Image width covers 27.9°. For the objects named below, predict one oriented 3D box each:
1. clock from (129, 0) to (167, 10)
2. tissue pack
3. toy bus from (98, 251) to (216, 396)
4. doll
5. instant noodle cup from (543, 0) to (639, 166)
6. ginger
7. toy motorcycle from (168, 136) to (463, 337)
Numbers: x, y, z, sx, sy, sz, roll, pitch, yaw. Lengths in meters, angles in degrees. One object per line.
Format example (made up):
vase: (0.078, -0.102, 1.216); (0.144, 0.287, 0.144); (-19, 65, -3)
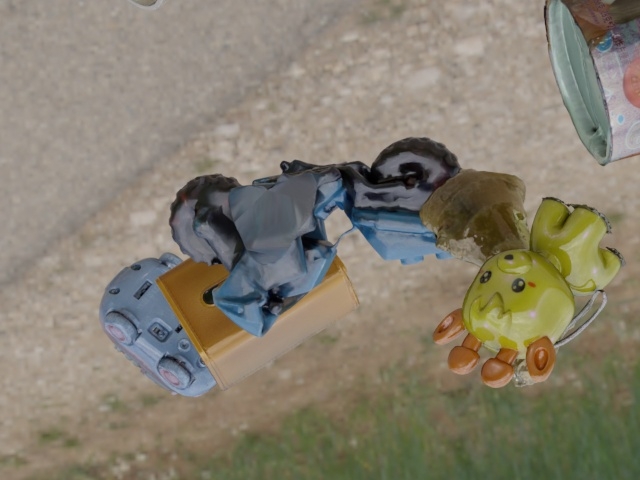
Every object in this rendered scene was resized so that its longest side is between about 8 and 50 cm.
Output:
clock: (-0.221, -0.361, 1.558); (0.063, 0.229, 0.156); (-41, 142, -25)
tissue pack: (-0.103, 0.084, 2.123); (0.274, 0.194, 0.145); (-32, 154, -7)
toy bus: (-0.306, 0.182, 2.553); (0.294, 0.197, 0.232); (39, 152, -2)
doll: (0.213, 0.060, 1.324); (0.143, 0.221, 0.135); (18, 148, 38)
instant noodle cup: (0.377, -0.208, 1.364); (0.231, 0.243, 0.243); (-19, 158, -1)
ginger: (0.205, 0.031, 1.500); (0.131, 0.295, 0.086); (-15, 148, 0)
toy motorcycle: (0.000, 0.000, 1.727); (0.416, 0.232, 0.172); (-10, -173, 15)
